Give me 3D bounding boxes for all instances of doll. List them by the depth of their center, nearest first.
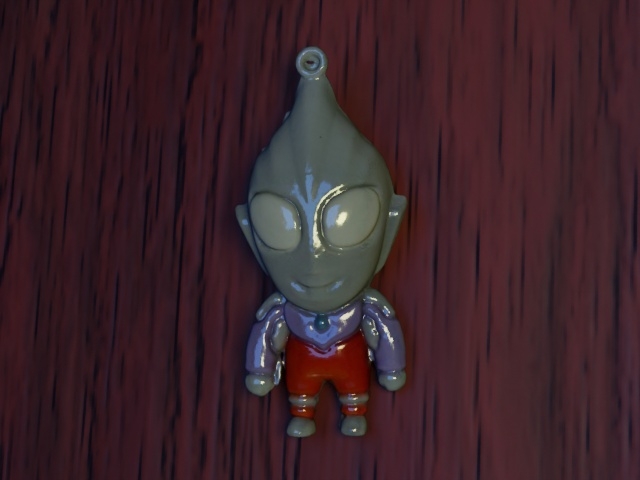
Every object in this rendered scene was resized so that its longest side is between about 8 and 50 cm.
[{"bbox_3d":[0.000,0.000,0.907,0.102,0.075,0.227,0,90,6],"label":"doll"}]
